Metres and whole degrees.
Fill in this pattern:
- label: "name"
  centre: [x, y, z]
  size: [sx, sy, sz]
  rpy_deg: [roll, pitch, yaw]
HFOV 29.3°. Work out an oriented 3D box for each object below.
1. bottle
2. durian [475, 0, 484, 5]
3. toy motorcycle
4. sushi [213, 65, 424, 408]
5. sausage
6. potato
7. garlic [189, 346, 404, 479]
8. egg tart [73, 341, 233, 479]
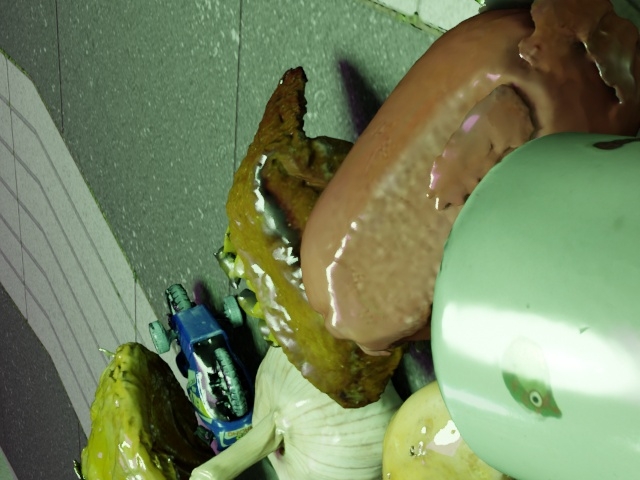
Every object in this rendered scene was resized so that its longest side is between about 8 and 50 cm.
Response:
- label: "bottle"
  centre: [0.240, 0.072, 0.593]
  size: [0.352, 0.229, 0.229]
  rpy_deg: [15, 116, 48]
- label: "durian"
  centre: [0.049, -0.243, 0.932]
  size: [0.375, 0.107, 0.132]
  rpy_deg: [26, 134, 32]
- label: "toy motorcycle"
  centre: [-0.137, 0.165, 1.543]
  size: [0.315, 0.113, 0.169]
  rpy_deg: [-137, 31, -63]
- label: "sushi"
  centre: [0.000, 0.004, 1.111]
  size: [0.296, 0.167, 0.179]
  rpy_deg: [57, 169, -8]
- label: "sausage"
  centre: [0.099, -0.045, 0.803]
  size: [0.279, 0.152, 0.152]
  rpy_deg: [-52, 46, 14]
- label: "potato"
  centre: [0.110, 0.182, 1.040]
  size: [0.178, 0.109, 0.118]
  rpy_deg: [122, 151, -50]
- label: "garlic"
  centre: [-0.037, 0.189, 1.213]
  size: [0.199, 0.226, 0.199]
  rpy_deg: [38, 138, 45]
- label: "egg tart"
  centre: [-0.209, 0.290, 1.560]
  size: [0.339, 0.153, 0.351]
  rpy_deg: [62, 179, -7]
